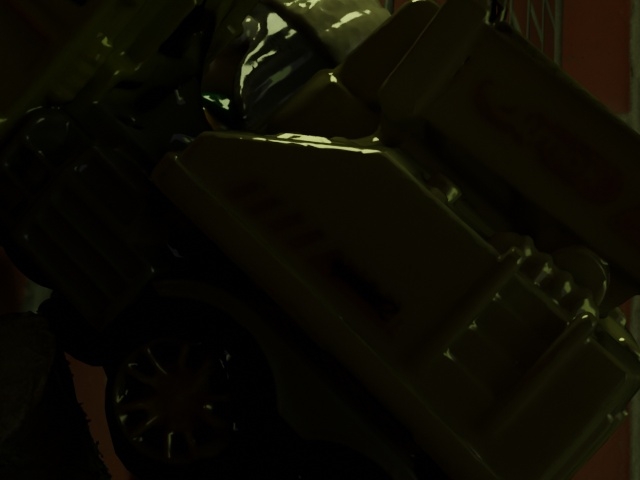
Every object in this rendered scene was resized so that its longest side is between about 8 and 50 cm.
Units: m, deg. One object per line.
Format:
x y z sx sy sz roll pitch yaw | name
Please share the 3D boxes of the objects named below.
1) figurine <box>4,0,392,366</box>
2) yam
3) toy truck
-0.044 -0.053 0.732 0.332 0.205 0.185 -66 151 -49 | figurine
-0.157 0.125 0.548 0.183 0.107 0.107 80 20 -44 | yam
-0.030 -0.035 0.490 0.405 0.254 0.180 45 10 7 | toy truck
